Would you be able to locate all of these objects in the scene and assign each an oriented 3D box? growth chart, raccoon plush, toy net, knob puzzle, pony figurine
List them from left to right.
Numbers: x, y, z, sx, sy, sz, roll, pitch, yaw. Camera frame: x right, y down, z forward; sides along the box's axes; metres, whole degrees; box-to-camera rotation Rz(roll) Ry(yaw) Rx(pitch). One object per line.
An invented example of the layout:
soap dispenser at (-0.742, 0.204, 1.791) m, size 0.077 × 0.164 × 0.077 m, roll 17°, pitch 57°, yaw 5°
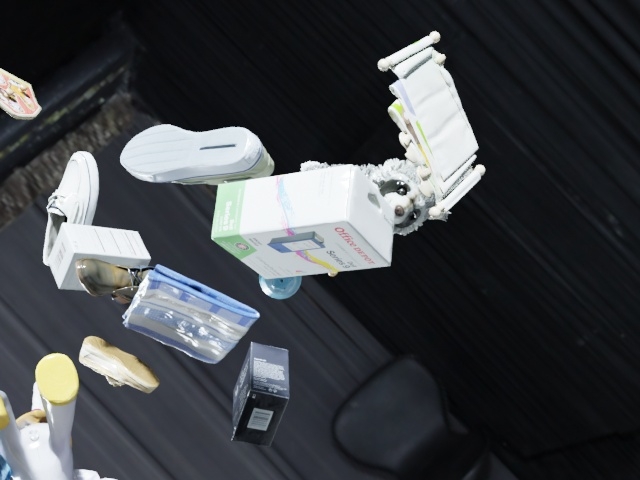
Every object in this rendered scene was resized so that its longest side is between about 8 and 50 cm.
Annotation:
knob puzzle at (-0.761, -0.368, 2.188) m, size 0.030 × 0.213 × 0.213 m, roll -43°, pitch 0°, yaw 16°
pony figurine at (-0.298, 0.315, 1.024) m, size 0.302 × 0.351 × 0.363 m, roll -13°, pitch -12°, yaw -18°
toy net at (0.000, 0.000, 1.399) m, size 0.232 × 0.122 × 0.045 m, roll -26°, pitch 7°, yaw -3°
raccoon plush at (0.109, -0.147, 2.071) m, size 0.299 × 0.216 × 0.446 m, roll -22°, pitch 38°, yaw 3°
growth chart at (0.155, -0.162, 1.233) m, size 0.021 × 0.237 × 0.172 m, roll -14°, pitch 11°, yaw 45°

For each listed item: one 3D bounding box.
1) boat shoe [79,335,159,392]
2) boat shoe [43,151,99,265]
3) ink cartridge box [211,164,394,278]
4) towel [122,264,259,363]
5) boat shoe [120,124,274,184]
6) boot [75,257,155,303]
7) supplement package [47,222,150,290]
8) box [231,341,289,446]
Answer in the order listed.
boat shoe at (-0.394, 0.252, 1.737) m, size 0.059 × 0.170 × 0.063 m, roll -61°, pitch -8°, yaw 17°
boat shoe at (-0.567, -0.069, 1.991) m, size 0.088 × 0.096 × 0.268 m, roll 8°, pitch -84°, yaw -51°
ink cartridge box at (-0.021, -0.022, 1.248) m, size 0.212 × 0.093 × 0.154 m, roll -8°, pitch -28°, yaw 25°
towel at (-0.240, 0.141, 1.603) m, size 0.285 × 0.209 × 0.034 m, roll -47°, pitch 20°, yaw 59°
boat shoe at (-0.219, -0.135, 1.553) m, size 0.302 × 0.094 × 0.109 m, roll 5°, pitch 64°, yaw 34°
boot at (-0.382, 0.065, 1.725) m, size 0.106 × 0.082 × 0.219 m, roll -16°, pitch -16°, yaw 11°
supplement package at (-0.479, 0.040, 1.935) m, size 0.179 × 0.105 × 0.105 m, roll 8°, pitch -58°, yaw -38°
box at (-0.132, 0.339, 1.969) m, size 0.158 × 0.093 × 0.156 m, roll -96°, pitch 23°, yaw -55°
